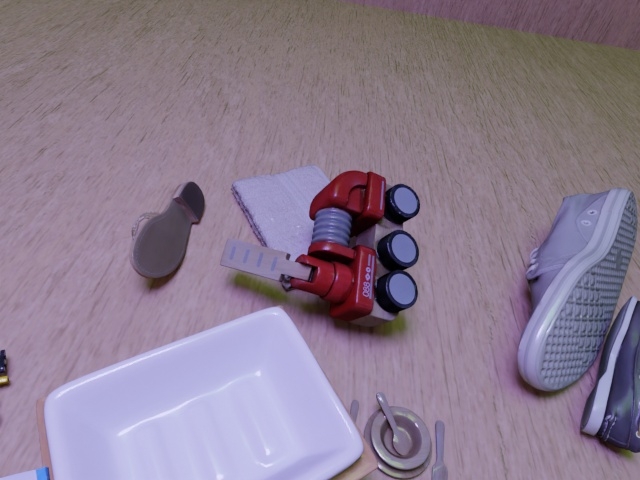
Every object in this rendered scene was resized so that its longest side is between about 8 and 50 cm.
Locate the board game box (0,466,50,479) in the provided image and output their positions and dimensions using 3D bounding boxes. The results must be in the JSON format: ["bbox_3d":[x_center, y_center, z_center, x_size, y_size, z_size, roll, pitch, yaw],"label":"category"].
[{"bbox_3d":[-0.305,0.265,0.172,0.302,0.308,0.086,6,29,-43],"label":"board game box"}]

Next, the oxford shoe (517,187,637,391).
[{"bbox_3d":[0.410,0.062,0.712,0.130,0.169,0.449,4,39,46],"label":"oxford shoe"}]

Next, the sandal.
[{"bbox_3d":[-0.271,-0.013,0.712,0.079,0.088,0.240,-15,33,19],"label":"sandal"}]

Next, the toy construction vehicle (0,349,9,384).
[{"bbox_3d":[-0.419,0.186,0.502,0.086,0.035,0.098,-7,49,-31],"label":"toy construction vehicle"}]

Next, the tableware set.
[{"bbox_3d":[0.090,0.280,0.491,0.128,0.039,0.194,13,44,2],"label":"tableware set"}]

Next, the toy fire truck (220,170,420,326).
[{"bbox_3d":[0.000,0.000,0.634,0.246,0.158,0.217,19,63,-22],"label":"toy fire truck"}]

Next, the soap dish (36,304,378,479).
[{"bbox_3d":[-0.121,0.217,0.460,0.291,0.118,0.229,-18,51,-26],"label":"soap dish"}]

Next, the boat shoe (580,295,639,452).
[{"bbox_3d":[0.437,0.182,0.602,0.068,0.081,0.228,22,62,29],"label":"boat shoe"}]

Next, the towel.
[{"bbox_3d":[-0.034,-0.041,0.783,0.187,0.049,0.282,-16,50,-25],"label":"towel"}]
